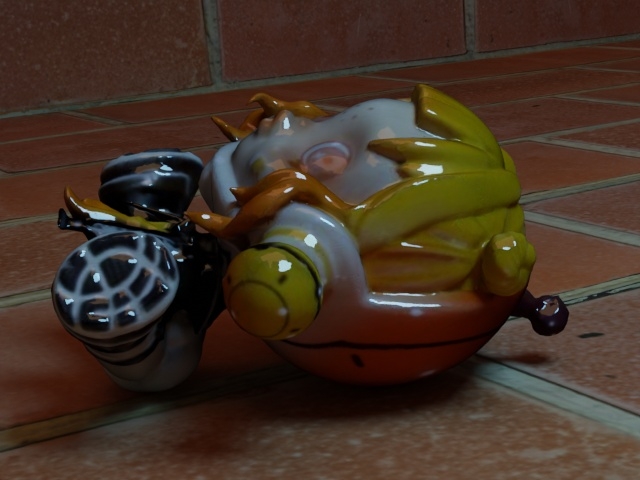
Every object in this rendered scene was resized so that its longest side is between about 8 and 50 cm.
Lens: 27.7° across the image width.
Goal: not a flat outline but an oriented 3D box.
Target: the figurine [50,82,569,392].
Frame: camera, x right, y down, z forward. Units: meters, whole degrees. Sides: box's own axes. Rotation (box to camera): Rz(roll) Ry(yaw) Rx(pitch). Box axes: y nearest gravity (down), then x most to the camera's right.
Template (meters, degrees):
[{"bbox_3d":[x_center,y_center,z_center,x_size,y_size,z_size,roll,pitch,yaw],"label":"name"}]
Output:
[{"bbox_3d":[-0.001,0.004,0.874,0.323,0.196,0.320,-8,23,5],"label":"figurine"}]
